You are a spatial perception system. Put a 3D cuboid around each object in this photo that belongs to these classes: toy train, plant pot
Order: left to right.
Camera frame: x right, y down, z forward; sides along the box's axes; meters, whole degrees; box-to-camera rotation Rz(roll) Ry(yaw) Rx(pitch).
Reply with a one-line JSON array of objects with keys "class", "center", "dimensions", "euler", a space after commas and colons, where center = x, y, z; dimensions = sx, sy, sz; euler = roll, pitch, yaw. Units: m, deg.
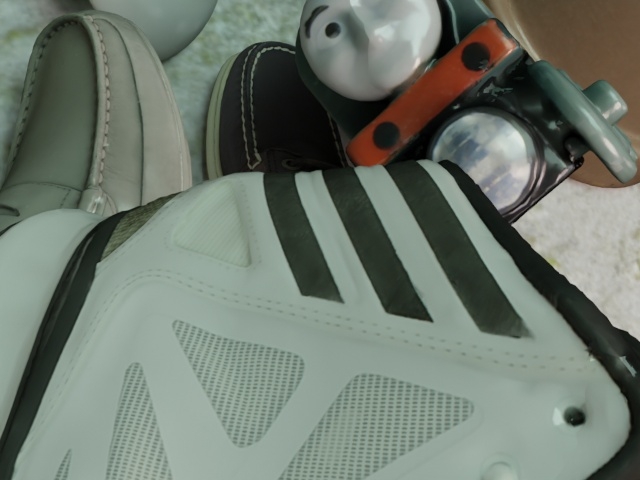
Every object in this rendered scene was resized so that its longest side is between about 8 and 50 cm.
[{"class": "toy train", "center": [0.081, -0.079, 0.686], "dimensions": [0.190, 0.142, 0.334], "euler": [49, 15, 6]}, {"class": "plant pot", "center": [0.263, -0.202, 0.901], "dimensions": [0.263, 0.229, 0.263], "euler": [18, 57, -30]}]

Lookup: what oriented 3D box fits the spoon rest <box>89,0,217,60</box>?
[{"class": "spoon rest", "center": [-0.090, -0.231, 0.746], "dimensions": [0.137, 0.084, 0.276], "euler": [58, 40, -42]}]

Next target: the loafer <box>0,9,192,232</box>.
[{"class": "loafer", "center": [-0.131, 0.021, 0.561], "dimensions": [0.111, 0.112, 0.320], "euler": [18, 57, -39]}]

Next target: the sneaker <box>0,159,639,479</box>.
[{"class": "sneaker", "center": [-0.012, 0.145, 0.318], "dimensions": [0.169, 0.257, 0.448], "euler": [47, 36, -44]}]

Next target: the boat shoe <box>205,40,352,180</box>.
[{"class": "boat shoe", "center": [0.000, 0.000, 0.682], "dimensions": [0.102, 0.092, 0.285], "euler": [10, 61, -33]}]
